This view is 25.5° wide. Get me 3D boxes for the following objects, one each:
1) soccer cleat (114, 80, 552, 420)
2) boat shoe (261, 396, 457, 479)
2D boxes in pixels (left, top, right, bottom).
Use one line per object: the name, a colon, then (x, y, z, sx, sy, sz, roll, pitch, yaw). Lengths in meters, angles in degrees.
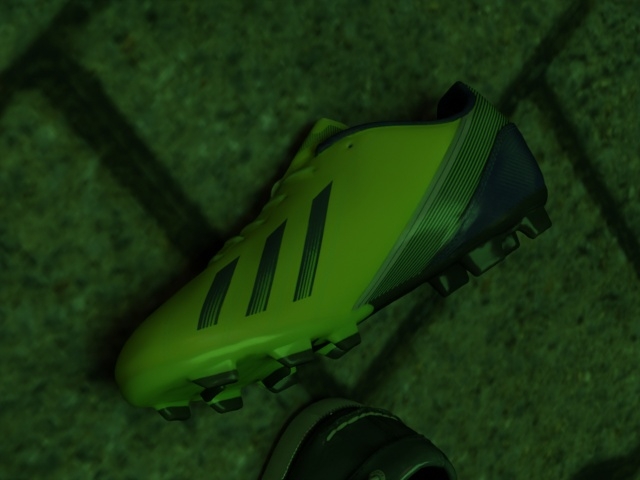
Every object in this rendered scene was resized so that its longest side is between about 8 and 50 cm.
soccer cleat: (0.000, 0.000, 0.774, 0.289, 0.093, 0.121, -27, 83, -30)
boat shoe: (-0.007, 0.248, 0.779, 0.116, 0.099, 0.320, 23, 81, -40)
